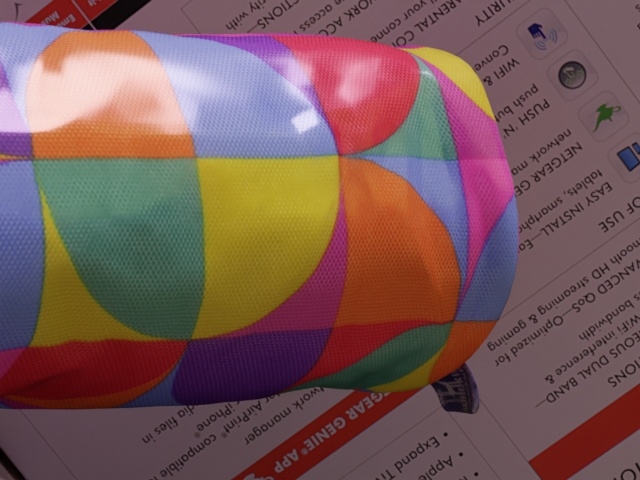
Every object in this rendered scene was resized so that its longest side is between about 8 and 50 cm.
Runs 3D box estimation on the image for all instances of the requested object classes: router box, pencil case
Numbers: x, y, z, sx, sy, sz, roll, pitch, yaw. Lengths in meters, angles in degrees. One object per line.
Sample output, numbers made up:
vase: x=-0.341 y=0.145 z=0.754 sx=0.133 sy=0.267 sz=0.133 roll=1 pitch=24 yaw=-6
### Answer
router box: x=0.036 y=-0.031 z=0.564 sx=0.301 sy=0.335 sz=0.082 roll=53 pitch=8 yaw=-8
pencil case: x=-0.059 y=-0.001 z=0.419 sx=0.236 sy=0.104 sz=0.104 roll=1 pitch=44 yaw=-38
